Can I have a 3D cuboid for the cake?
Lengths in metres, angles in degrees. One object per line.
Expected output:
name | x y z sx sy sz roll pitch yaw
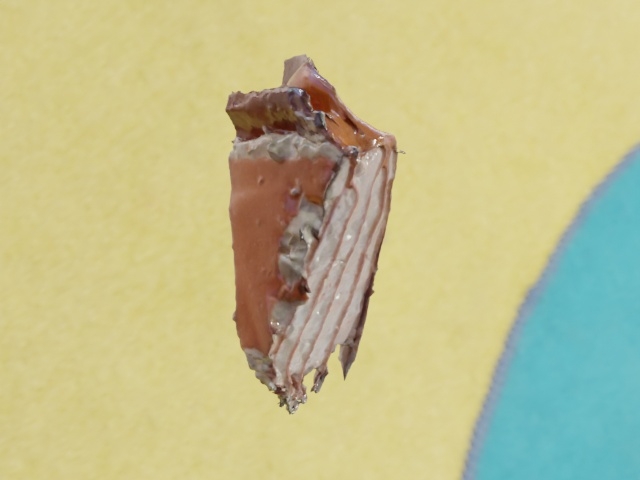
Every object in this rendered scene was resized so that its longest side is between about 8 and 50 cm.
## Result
cake | -0.004 0.002 1.579 0.098 0.135 0.287 -19 112 -48
